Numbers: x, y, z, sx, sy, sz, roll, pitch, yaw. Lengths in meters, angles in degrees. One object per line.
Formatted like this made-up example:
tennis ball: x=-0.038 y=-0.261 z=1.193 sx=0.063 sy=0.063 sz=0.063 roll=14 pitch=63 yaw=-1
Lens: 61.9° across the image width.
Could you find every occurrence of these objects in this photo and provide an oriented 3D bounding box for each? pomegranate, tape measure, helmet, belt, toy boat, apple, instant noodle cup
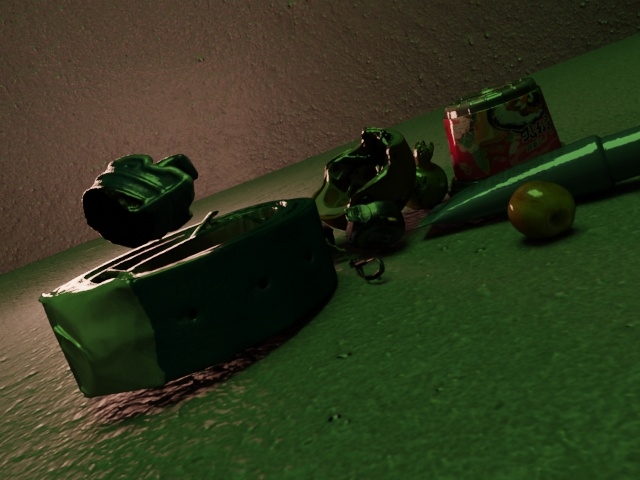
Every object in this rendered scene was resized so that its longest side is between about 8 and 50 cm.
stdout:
pomegranate: x=0.201 y=-0.130 z=1.071 sx=0.114 sy=0.142 sz=0.115 roll=-1 pitch=33 yaw=1
tape measure: x=0.101 y=0.015 z=0.876 sx=0.107 sy=0.104 sz=0.180 roll=-7 pitch=43 yaw=-8
helmet: x=0.093 y=-0.099 z=1.007 sx=0.224 sy=0.130 sz=0.198 roll=-48 pitch=24 yaw=9
belt: x=-0.170 y=0.062 z=0.798 sx=0.436 sy=0.173 sz=0.300 roll=-31 pitch=16 yaw=-37
toy boat: x=-0.254 y=-0.066 z=0.780 sx=0.142 sy=0.129 sz=0.309 roll=-42 pitch=21 yaw=-28
apple: x=0.301 y=-0.042 z=0.726 sx=0.084 sy=0.084 sz=0.071 roll=-23 pitch=23 yaw=-12
instant noodle cup: x=0.354 y=-0.210 z=1.062 sx=0.258 sy=0.182 sz=0.302 roll=-20 pitch=14 yaw=5

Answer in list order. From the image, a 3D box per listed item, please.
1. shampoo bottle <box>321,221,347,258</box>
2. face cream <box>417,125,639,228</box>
shampoo bottle: x=-0.001 y=-0.001 z=1.038 sx=0.063 sy=0.057 sz=0.208 roll=-14 pitch=15 yaw=-6
face cream: x=0.347 y=-0.093 z=0.856 sx=0.385 sy=0.086 sz=0.135 roll=-18 pitch=11 yaw=31
